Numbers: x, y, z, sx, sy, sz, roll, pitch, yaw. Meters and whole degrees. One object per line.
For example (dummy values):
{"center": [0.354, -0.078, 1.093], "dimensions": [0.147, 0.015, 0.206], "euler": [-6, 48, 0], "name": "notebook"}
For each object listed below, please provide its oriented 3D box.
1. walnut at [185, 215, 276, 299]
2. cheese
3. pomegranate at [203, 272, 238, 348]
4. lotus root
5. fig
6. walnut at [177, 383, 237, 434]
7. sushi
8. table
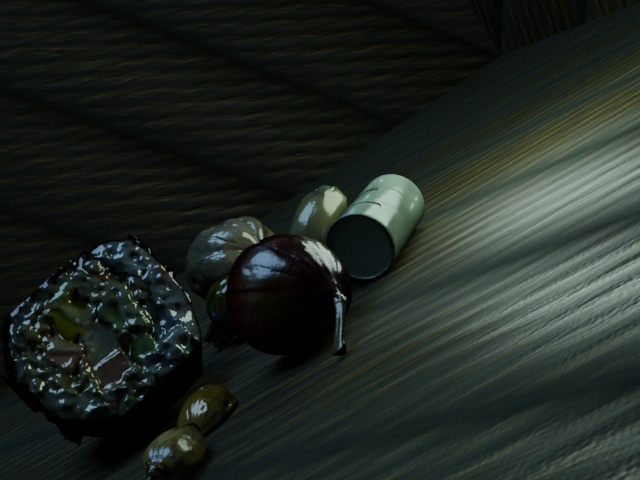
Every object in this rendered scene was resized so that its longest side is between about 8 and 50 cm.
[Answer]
{"center": [-0.178, 0.054, 2.034], "dimensions": [0.224, 0.224, 0.224], "euler": [-32, 9, 6], "name": "walnut"}
{"center": [0.000, 0.000, 1.784], "dimensions": [0.091, 0.203, 0.175], "euler": [10, 19, 17], "name": "cheese"}
{"center": [-0.177, 0.132, 1.875], "dimensions": [0.163, 0.126, 0.138], "euler": [-32, 21, 12], "name": "pomegranate"}
{"center": [-0.194, 0.288, 1.286], "dimensions": [0.072, 0.063, 0.152], "euler": [-1, 14, 20], "name": "lotus root"}
{"center": [-0.022, 0.076, 1.480], "dimensions": [0.203, 0.187, 0.249], "euler": [-17, 3, -41], "name": "fig"}
{"center": [-0.179, 0.254, 1.457], "dimensions": [0.091, 0.052, 0.121], "euler": [-33, 6, 23], "name": "walnut"}
{"center": [-0.368, 0.207, 1.705], "dimensions": [0.328, 0.328, 0.285], "euler": [-46, -16, -25], "name": "sushi"}
{"center": [0.103, -0.027, 1.739], "dimensions": [0.126, 0.126, 0.220], "euler": [-28, 9, 29], "name": "table"}
